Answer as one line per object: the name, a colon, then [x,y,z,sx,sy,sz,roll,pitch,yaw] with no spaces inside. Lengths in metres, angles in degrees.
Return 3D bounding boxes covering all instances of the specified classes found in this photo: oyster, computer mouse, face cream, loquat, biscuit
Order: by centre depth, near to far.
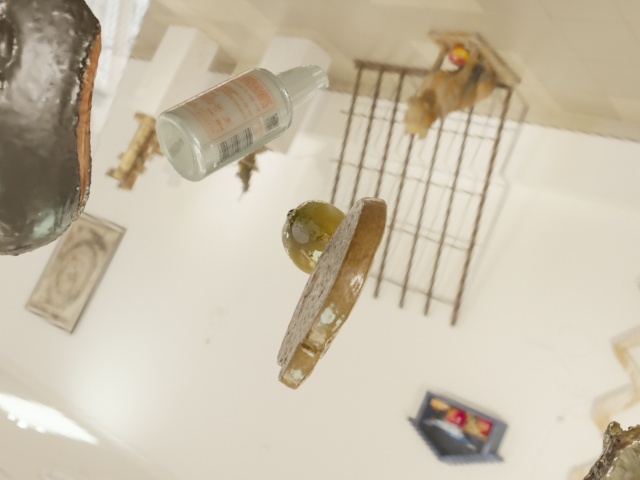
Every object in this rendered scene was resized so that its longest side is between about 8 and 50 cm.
computer mouse: [-0.328,-0.129,0.928,0.183,0.323,0.116,4,-158,-13]
face cream: [-0.091,-0.175,1.180,0.101,0.251,0.101,35,144,31]
biscuit: [0.015,0.096,1.432,0.063,0.314,0.367,24,153,-7]
oyster: [0.524,0.492,1.606,0.133,0.337,0.198,36,167,-20]
loquat: [0.000,0.000,1.853,0.195,0.152,0.152,43,-179,25]
